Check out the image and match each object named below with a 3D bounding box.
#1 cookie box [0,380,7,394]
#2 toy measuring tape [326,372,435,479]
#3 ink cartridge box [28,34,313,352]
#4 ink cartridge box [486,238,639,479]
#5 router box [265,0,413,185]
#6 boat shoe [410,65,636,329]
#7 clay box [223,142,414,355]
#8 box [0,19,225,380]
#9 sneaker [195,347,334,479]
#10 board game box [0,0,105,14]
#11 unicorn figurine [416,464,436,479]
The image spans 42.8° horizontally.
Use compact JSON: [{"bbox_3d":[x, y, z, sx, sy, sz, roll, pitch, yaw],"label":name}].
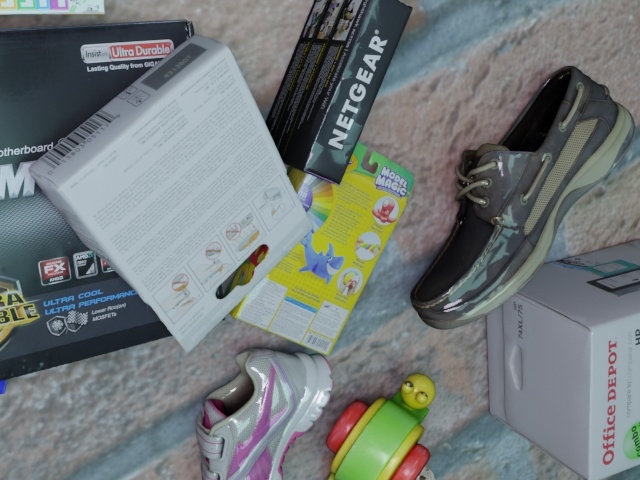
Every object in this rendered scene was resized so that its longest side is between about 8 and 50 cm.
[{"bbox_3d":[-0.343,0.094,0.754,0.107,0.040,0.091,8,99,-28],"label":"cookie box"},{"bbox_3d":[0.030,0.293,0.940,0.121,0.121,0.330,36,87,-29],"label":"toy measuring tape"},{"bbox_3d":[-0.120,-0.036,0.741,0.189,0.066,0.232,-45,141,-19],"label":"ink cartridge box"},{"bbox_3d":[0.371,0.135,1.014,0.270,0.197,0.198,-13,109,-21],"label":"ink cartridge box"},{"bbox_3d":[0.008,-0.153,0.798,0.046,0.133,0.178,20,96,-28],"label":"router box"},{"bbox_3d":[0.210,-0.057,0.939,0.130,0.132,0.355,46,74,-18],"label":"boat shoe"},{"bbox_3d":[0.000,0.000,0.883,0.128,0.053,0.222,27,91,-29],"label":"clay box"},{"bbox_3d":[-0.242,-0.038,0.720,0.296,0.073,0.293,-11,106,-31],"label":"box"},{"bbox_3d":[-0.092,0.220,0.883,0.111,0.103,0.252,28,85,-25],"label":"sneaker"},{"bbox_3d":[-0.240,-0.196,0.657,0.104,0.154,0.026,-7,108,-23],"label":"board game box"},{"bbox_3d":[0.143,0.341,1.050,0.162,0.060,0.111,16,97,-44],"label":"unicorn figurine"}]
